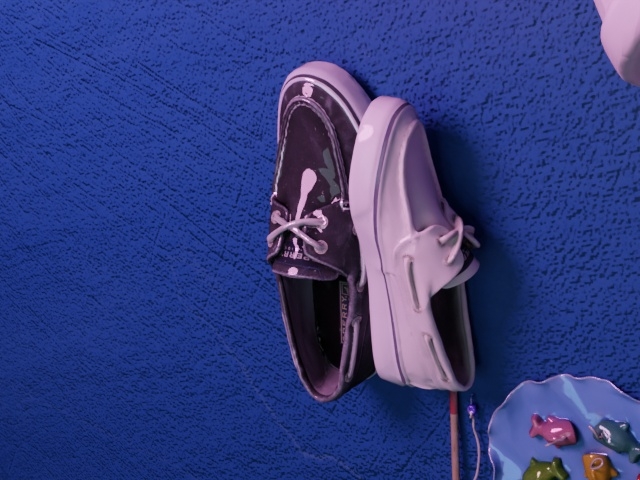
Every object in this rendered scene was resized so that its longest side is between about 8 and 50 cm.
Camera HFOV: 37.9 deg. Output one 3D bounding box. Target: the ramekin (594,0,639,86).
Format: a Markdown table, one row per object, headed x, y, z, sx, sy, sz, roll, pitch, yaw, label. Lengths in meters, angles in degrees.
| x | y | z | sx | sy | sz | roll | pitch | yaw | label |
| --- | --- | --- | --- | --- | --- | --- | --- | --- | --- |
| 0.237 | -0.201 | 0.445 | 0.273 | 0.273 | 0.127 | -37 | 74 | 42 | ramekin |

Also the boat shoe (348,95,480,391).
| x | y | z | sx | sy | sz | roll | pitch | yaw | label |
| --- | --- | --- | --- | --- | --- | --- | --- | --- | --- |
| 0.086 | 0.012 | 0.765 | 0.088 | 0.096 | 0.267 | 9 | 118 | 29 | boat shoe |

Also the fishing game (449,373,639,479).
| x | y | z | sx | sy | sz | roll | pitch | yaw | label |
| --- | --- | --- | --- | --- | --- | --- | --- | --- | --- |
| 0.221 | 0.204 | 0.792 | 0.264 | 0.041 | 0.189 | 10 | 114 | 34 | fishing game |

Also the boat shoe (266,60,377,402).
| x | y | z | sx | sy | sz | roll | pitch | yaw | label |
| --- | --- | --- | --- | --- | --- | --- | --- | --- | --- |
| 0.000 | 0.000 | 0.816 | 0.108 | 0.102 | 0.301 | 11 | 117 | 33 | boat shoe |
